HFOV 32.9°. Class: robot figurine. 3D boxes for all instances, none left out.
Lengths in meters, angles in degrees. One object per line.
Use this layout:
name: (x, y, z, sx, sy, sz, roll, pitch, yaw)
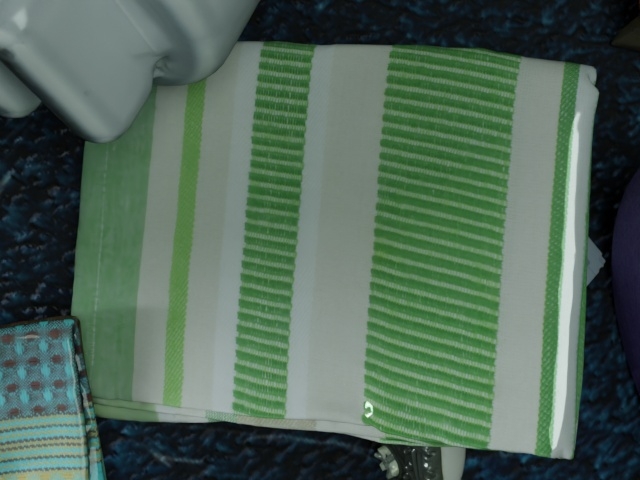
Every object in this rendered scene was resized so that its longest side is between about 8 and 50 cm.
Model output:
robot figurine: (-0.097, -0.233, 0.631, 0.300, 0.200, 0.353, 18, 71, 25)

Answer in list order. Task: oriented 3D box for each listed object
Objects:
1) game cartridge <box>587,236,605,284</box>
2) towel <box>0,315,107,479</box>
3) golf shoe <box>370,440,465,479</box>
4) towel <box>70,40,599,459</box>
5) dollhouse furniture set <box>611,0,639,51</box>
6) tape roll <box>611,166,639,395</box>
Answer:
game cartridge: (0.167, 0.023, 0.789, 0.083, 0.017, 0.056, -44, 103, -22)
towel: (-0.251, 0.246, 0.660, 0.271, 0.040, 0.370, -8, 91, -6)
golf shoe: (0.084, 0.046, 0.734, 0.120, 0.105, 0.272, -5, 91, -22)
towel: (0.000, 0.000, 0.671, 0.325, 0.038, 0.247, 3, 87, 17)
dollhouse furniture set: (0.359, -0.260, 0.788, 0.259, 0.135, 0.262, 10, 86, -13)
tape roll: (0.298, 0.060, 0.694, 0.090, 0.275, 0.274, -14, 92, -14)
